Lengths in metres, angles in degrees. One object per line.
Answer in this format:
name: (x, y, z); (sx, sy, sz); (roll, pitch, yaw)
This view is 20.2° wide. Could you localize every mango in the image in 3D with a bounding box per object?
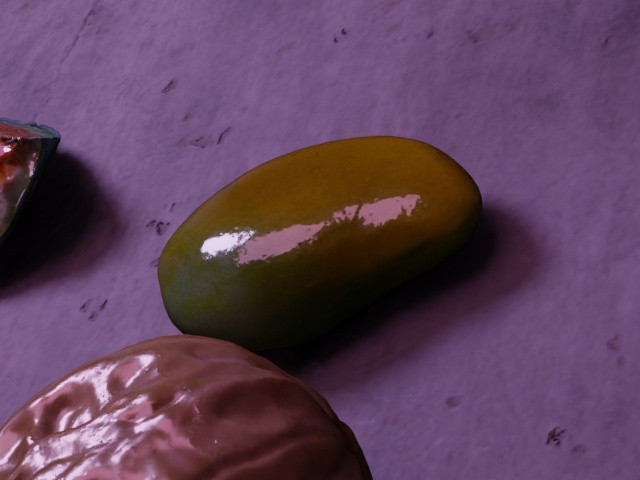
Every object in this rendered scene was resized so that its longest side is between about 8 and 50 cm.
mango: (-0.002, -0.001, 1.027); (0.191, 0.085, 0.122); (-22, 28, 3)

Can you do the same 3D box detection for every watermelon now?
watermelon: (-0.258, -0.044, 1.273); (0.231, 0.128, 0.146); (5, 24, 25)

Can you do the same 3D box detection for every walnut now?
walnut: (-0.073, 0.151, 0.834); (0.213, 0.213, 0.213); (-22, 39, 19)
